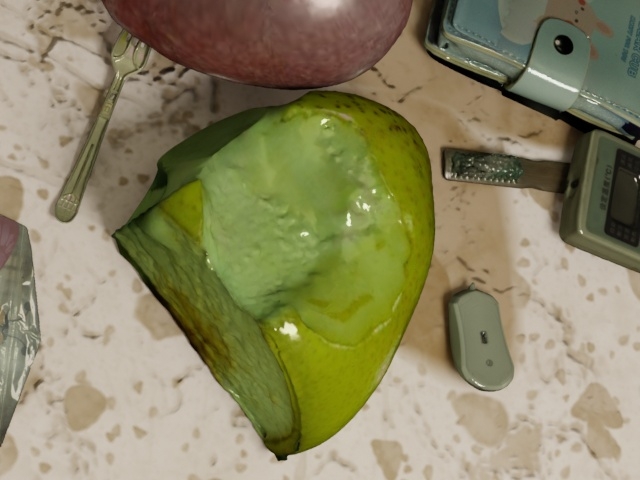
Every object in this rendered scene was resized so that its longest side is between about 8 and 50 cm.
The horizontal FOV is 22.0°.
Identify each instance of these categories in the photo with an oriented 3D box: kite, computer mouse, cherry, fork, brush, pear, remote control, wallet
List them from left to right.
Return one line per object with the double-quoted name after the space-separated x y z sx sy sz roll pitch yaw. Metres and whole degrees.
-0.404 0.053 1.350 0.360 0.022 0.204 9 72 -20 "kite"
-0.194 -0.113 1.474 0.034 0.028 0.219 27 67 -17 "fork"
-0.051 -0.258 1.470 0.307 0.221 0.261 -10 59 -11 "cherry"
0.000 0.000 1.442 0.282 0.176 0.286 -37 92 -28 "pear"
0.147 0.093 1.549 0.055 0.032 0.110 2 64 -22 "computer mouse"
0.211 -0.068 1.622 0.190 0.027 0.034 6 75 -21 "brush"
0.235 -0.211 1.649 0.250 0.075 0.176 23 62 -14 "wallet"
0.371 -0.009 1.653 0.285 0.038 0.123 23 68 -19 "remote control"
